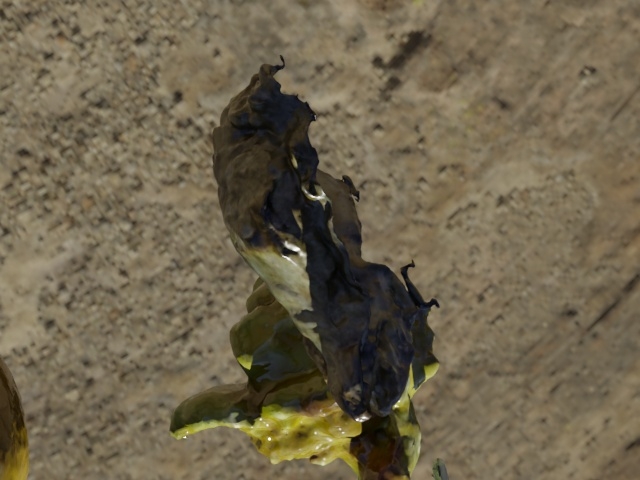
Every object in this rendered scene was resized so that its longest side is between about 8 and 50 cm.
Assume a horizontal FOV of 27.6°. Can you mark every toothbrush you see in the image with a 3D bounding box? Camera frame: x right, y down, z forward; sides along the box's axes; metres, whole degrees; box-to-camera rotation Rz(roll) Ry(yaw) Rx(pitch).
[{"bbox_3d":[0.171,0.392,1.636,0.026,0.262,0.022,10,140,-30],"label":"toothbrush"}]

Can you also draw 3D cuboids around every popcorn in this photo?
[{"bbox_3d":[-0.005,0.174,1.728,0.325,0.321,0.290,83,24,-62],"label":"popcorn"}]

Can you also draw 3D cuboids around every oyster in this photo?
[{"bbox_3d":[0.000,0.001,1.192,0.133,0.337,0.198,-28,177,13],"label":"oyster"}]

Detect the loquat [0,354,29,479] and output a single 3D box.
[{"bbox_3d":[-0.255,0.124,0.717,0.213,0.246,0.213,-23,118,-50],"label":"loquat"}]
